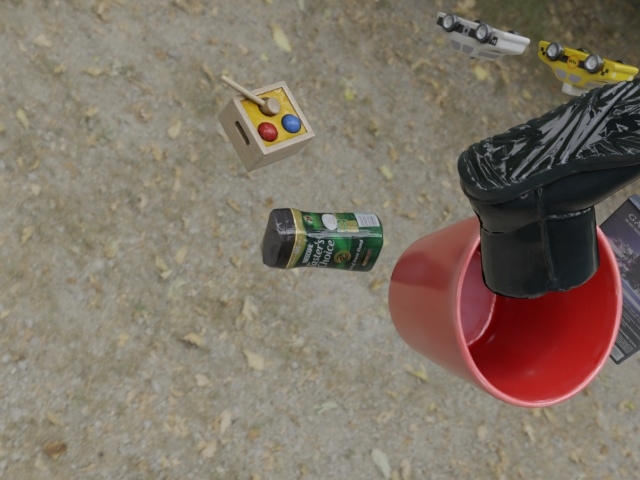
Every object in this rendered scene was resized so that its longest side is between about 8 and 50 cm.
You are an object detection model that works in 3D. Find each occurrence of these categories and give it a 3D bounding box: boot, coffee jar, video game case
[{"bbox_3d":[0.270,-0.043,0.854,0.207,0.246,0.094,60,13,-50],"label":"boot"},{"bbox_3d":[0.000,0.000,1.311,0.184,0.096,0.079,2,45,-19],"label":"coffee jar"},{"bbox_3d":[0.503,0.072,1.372,0.026,0.274,0.196,-29,72,-31],"label":"video game case"}]

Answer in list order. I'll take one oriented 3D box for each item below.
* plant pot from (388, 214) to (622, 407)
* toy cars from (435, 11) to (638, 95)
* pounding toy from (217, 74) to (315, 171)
[{"bbox_3d":[0.235,0.081,1.173,0.275,0.243,0.275,0,89,-25],"label":"plant pot"},{"bbox_3d":[0.404,-0.353,1.615,0.394,0.087,0.176,18,18,7],"label":"toy cars"},{"bbox_3d":[-0.099,-0.206,1.379,0.130,0.100,0.141,-26,84,-34],"label":"pounding toy"}]
